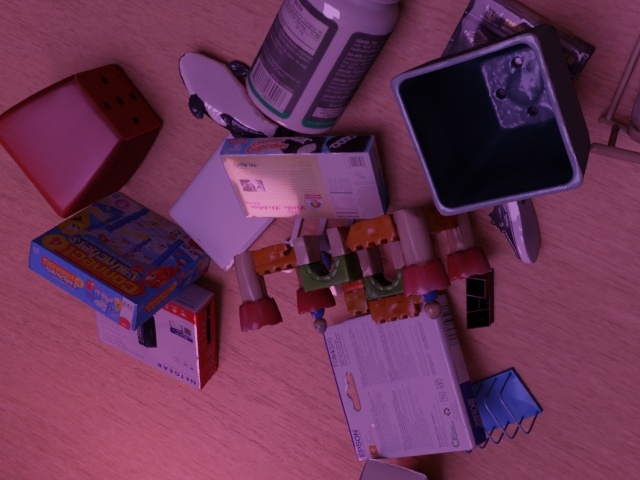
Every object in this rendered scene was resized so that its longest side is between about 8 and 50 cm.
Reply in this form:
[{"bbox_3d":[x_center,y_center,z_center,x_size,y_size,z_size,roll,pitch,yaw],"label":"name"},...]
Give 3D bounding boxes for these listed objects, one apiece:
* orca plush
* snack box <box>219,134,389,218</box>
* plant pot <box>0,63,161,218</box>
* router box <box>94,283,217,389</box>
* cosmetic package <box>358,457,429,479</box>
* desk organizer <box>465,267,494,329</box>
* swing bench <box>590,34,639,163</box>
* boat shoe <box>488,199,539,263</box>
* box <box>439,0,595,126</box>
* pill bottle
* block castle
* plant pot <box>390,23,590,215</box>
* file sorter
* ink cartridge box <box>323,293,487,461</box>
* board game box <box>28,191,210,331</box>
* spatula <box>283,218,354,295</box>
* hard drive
[{"bbox_3d":[-0.182,-0.295,1.893,0.287,0.102,0.151,26,81,4],"label":"orca plush"},{"bbox_3d":[-0.031,-0.129,1.820,0.322,0.060,0.187,1,137,19],"label":"snack box"},{"bbox_3d":[-0.529,-0.253,2.001,0.236,0.267,0.267,-36,94,26],"label":"plant pot"},{"bbox_3d":[-0.426,0.199,2.245,0.335,0.082,0.301,22,135,19],"label":"router box"},{"bbox_3d":[0.183,0.612,2.026,0.153,0.129,0.296,13,159,21],"label":"cosmetic package"},{"bbox_3d":[0.330,0.123,1.821,0.047,0.050,0.130,8,119,27],"label":"desk organizer"},{"bbox_3d":[0.604,-0.233,1.405,0.255,0.165,0.253,22,124,12],"label":"swing bench"},{"bbox_3d":[0.357,-0.061,1.691,0.076,0.080,0.228,-9,109,40],"label":"boat shoe"},{"bbox_3d":[0.341,-0.321,1.571,0.231,0.056,0.183,33,126,10],"label":"box"},{"bbox_3d":[0.019,-0.391,1.626,0.204,0.204,0.361,39,128,6],"label":"pill bottle"},{"bbox_3d":[0.081,0.075,1.740,0.453,0.303,0.212,-15,88,31],"label":"block castle"},{"bbox_3d":[0.306,-0.219,1.449,0.247,0.252,0.247,-12,108,33],"label":"plant pot"},{"bbox_3d":[0.367,0.375,1.902,0.170,0.104,0.118,-31,97,38],"label":"file sorter"},{"bbox_3d":[0.177,0.309,1.931,0.330,0.071,0.324,-19,84,43],"label":"ink cartridge box"},{"bbox_3d":[-0.468,0.039,2.078,0.308,0.302,0.086,29,126,13],"label":"board game box"},{"bbox_3d":[0.000,0.000,1.970,0.168,0.019,0.242,26,122,17],"label":"spatula"},{"bbox_3d":[-0.206,-0.088,2.025,0.203,0.040,0.307,45,129,1],"label":"hard drive"}]
